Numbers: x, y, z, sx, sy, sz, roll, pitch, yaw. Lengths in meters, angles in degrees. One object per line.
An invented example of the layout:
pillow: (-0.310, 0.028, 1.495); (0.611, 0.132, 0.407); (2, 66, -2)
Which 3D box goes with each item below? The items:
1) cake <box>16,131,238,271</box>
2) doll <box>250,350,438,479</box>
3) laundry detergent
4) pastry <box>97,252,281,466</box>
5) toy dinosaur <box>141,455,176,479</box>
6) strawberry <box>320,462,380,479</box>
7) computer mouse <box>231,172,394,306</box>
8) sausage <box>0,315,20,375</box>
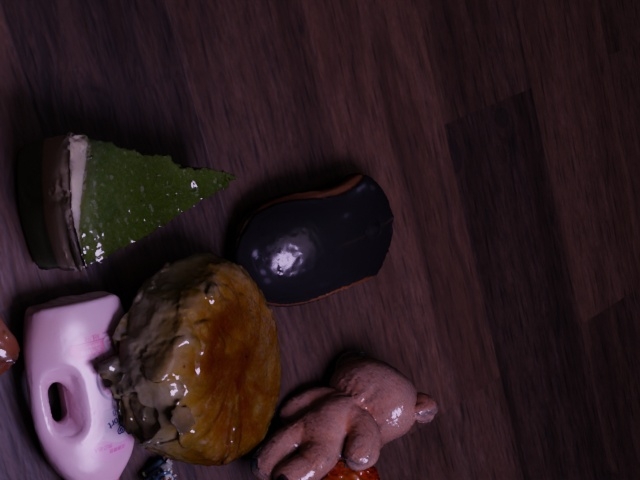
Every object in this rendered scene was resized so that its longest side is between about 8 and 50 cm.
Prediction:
cake: (-0.270, -0.093, 1.534); (0.283, 0.158, 0.172); (-30, 109, -35)
doll: (0.028, 0.315, 1.795); (0.303, 0.201, 0.156); (-36, 137, -26)
laundry detergent: (-0.324, 0.245, 1.551); (0.159, 0.088, 0.335); (-11, 99, -38)
pastry: (-0.163, 0.169, 1.604); (0.329, 0.136, 0.330); (3, 87, -60)
toy dinosaur: (-0.234, 0.342, 1.643); (0.047, 0.083, 0.030); (-36, 117, 0)
strawberry: (0.066, 0.456, 1.864); (0.236, 0.106, 0.175); (30, 73, -36)
computer mouse: (0.003, 0.001, 1.787); (0.323, 0.116, 0.183); (-19, 109, -37)
sausage: (-0.472, 0.038, 1.432); (0.078, 0.078, 0.304); (-32, 109, -33)
